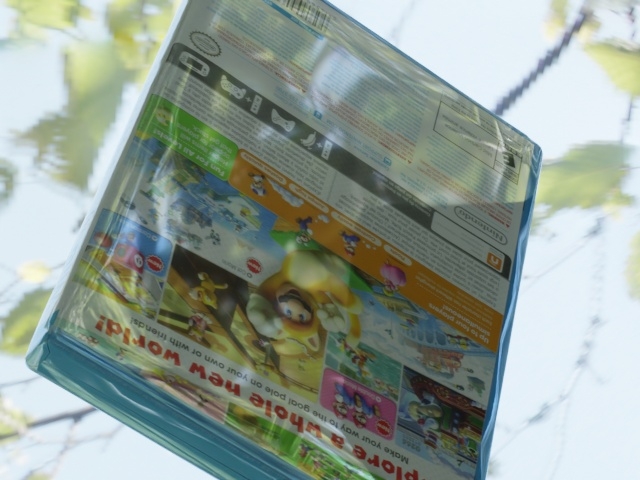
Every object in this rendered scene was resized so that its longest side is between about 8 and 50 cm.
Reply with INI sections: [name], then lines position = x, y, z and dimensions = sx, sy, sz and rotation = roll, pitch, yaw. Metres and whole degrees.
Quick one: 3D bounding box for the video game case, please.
[video game case]
position = 0.000, 0.000, 0.486
dimensions = 0.119, 0.166, 0.015
rotation = 33, -48, -15
